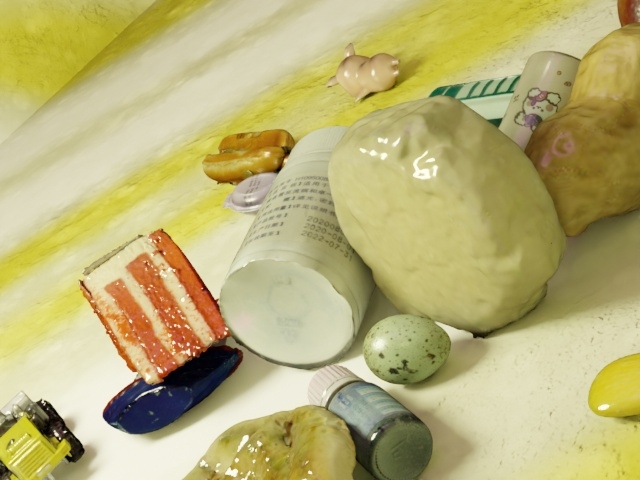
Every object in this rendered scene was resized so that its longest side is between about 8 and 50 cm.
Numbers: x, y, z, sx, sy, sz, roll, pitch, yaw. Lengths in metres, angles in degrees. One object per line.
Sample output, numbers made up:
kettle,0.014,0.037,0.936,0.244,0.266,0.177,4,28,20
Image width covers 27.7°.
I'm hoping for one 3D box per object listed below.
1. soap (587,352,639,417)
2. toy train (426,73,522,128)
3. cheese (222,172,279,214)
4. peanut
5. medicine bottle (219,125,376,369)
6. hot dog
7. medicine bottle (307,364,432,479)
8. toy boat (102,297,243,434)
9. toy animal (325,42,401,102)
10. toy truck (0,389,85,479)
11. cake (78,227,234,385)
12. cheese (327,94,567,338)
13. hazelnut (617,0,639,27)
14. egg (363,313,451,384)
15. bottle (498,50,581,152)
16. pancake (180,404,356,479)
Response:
soap,0.349,0.139,1.313,0.168,0.033,0.089,-15,33,35
toy train,0.324,-0.200,1.884,0.407,0.088,0.086,-2,40,48
cheese,-0.079,-0.085,2.215,0.191,0.042,0.105,-12,32,22
peanut,0.381,-0.152,1.607,0.169,0.192,0.387,15,51,40
medicine bottle,0.000,0.000,1.795,0.190,0.190,0.332,-18,29,31
hot dog,-0.124,-0.149,2.354,0.109,0.072,0.269,-48,27,-23
medicine bottle,0.050,0.205,1.497,0.083,0.083,0.203,-39,27,-10
toy boat,-0.185,0.172,1.888,0.219,0.072,0.318,-17,20,37
toy animal,0.086,-0.308,2.367,0.150,0.089,0.083,0,37,37
toy truck,-0.441,0.292,1.906,0.136,0.111,0.286,-43,24,-14
cake,-0.216,0.133,1.857,0.158,0.159,0.262,-32,46,-8
cheese,0.148,-0.021,1.576,0.318,0.326,0.115,38,62,24
hazelnut,0.521,-0.331,1.803,0.212,0.181,0.181,-16,-6,26
egg,0.104,0.130,1.564,0.110,0.085,0.085,-18,29,24
bottle,0.284,-0.128,1.718,0.110,0.110,0.233,5,66,54
pancake,-0.100,0.327,1.410,0.387,0.082,0.387,-37,24,20
